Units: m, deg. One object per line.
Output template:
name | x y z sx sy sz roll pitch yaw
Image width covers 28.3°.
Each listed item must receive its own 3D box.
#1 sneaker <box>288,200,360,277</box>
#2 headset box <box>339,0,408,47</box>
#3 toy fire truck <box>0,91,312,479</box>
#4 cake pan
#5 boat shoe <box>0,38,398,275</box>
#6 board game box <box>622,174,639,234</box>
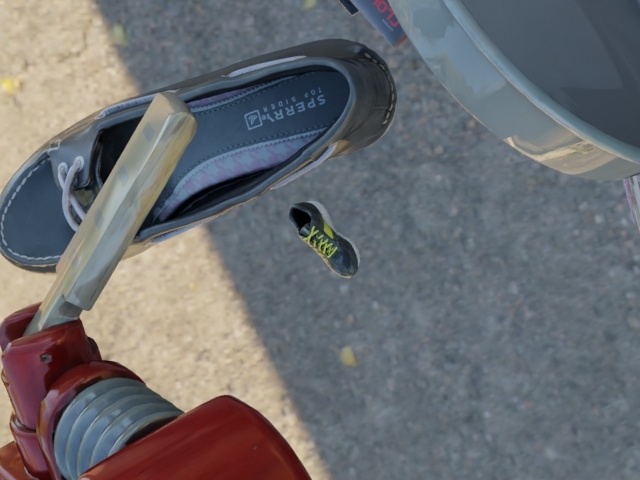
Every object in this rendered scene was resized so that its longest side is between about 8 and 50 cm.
sneaker | 0.000 0.000 1.063 0.083 0.035 0.031 51 117 28
headset box | 0.106 -0.385 1.472 0.218 0.110 0.293 49 125 3
toy fire truck | -0.075 0.079 0.581 0.217 0.158 0.246 22 133 52
cake pan | 0.146 -0.160 0.789 0.054 0.293 0.293 -39 71 44
boat shoe | -0.107 -0.061 0.907 0.335 0.095 0.112 -21 89 15
board game box | 0.478 -0.108 1.691 0.141 0.291 0.232 -15 104 10
